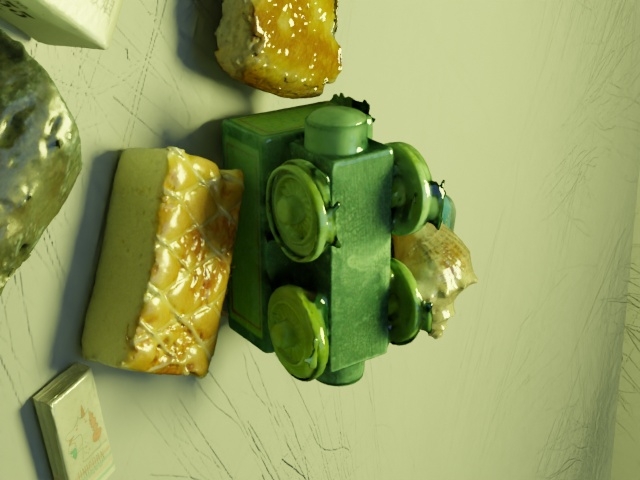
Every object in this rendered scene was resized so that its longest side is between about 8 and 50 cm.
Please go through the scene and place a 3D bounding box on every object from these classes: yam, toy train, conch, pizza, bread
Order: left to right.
[{"bbox_3d":[-0.253,0.034,0.645,0.330,0.133,0.133,-65,150,-21],"label":"yam"},{"bbox_3d":[-0.129,0.019,0.948,0.125,0.068,0.188,16,85,-63],"label":"bread"},{"bbox_3d":[-0.037,-0.277,1.018,0.189,0.071,0.297,-14,110,-58],"label":"pizza"},{"bbox_3d":[0.000,0.000,1.043,0.159,0.188,0.272,-15,118,-31],"label":"toy train"},{"bbox_3d":[0.068,0.001,1.242,0.245,0.163,0.178,69,17,6],"label":"conch"}]

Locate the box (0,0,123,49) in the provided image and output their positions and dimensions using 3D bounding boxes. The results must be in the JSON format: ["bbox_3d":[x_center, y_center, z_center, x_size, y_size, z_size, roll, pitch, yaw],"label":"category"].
[{"bbox_3d":[-0.174,-0.278,0.752,0.168,0.071,0.259,31,73,-61],"label":"box"}]

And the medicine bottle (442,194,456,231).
[{"bbox_3d":[0.114,-0.020,1.422,0.208,0.053,0.090,1,99,-62],"label":"medicine bottle"}]

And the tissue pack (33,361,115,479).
[{"bbox_3d":[-0.199,0.158,0.912,0.056,0.023,0.108,-43,136,-49],"label":"tissue pack"}]
